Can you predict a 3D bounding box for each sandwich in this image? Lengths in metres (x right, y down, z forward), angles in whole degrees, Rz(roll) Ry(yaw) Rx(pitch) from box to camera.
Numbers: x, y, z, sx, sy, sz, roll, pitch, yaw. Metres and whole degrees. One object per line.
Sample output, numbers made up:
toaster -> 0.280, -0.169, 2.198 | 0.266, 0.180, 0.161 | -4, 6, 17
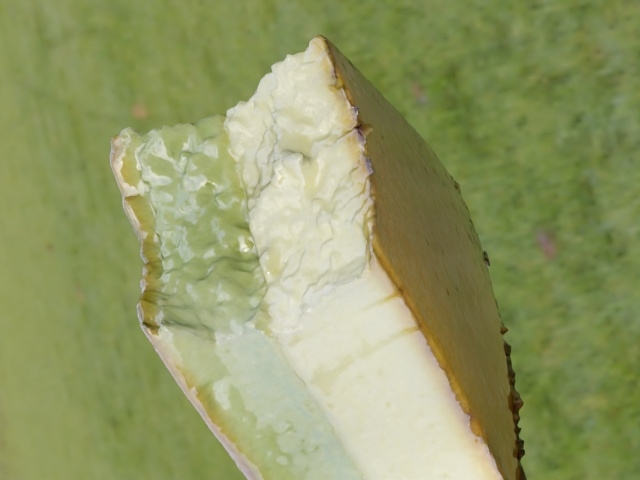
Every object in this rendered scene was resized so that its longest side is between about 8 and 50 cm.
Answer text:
sandwich -> 0.000, 0.000, 0.793 | 0.220, 0.108, 0.186 | -92, -24, -55
